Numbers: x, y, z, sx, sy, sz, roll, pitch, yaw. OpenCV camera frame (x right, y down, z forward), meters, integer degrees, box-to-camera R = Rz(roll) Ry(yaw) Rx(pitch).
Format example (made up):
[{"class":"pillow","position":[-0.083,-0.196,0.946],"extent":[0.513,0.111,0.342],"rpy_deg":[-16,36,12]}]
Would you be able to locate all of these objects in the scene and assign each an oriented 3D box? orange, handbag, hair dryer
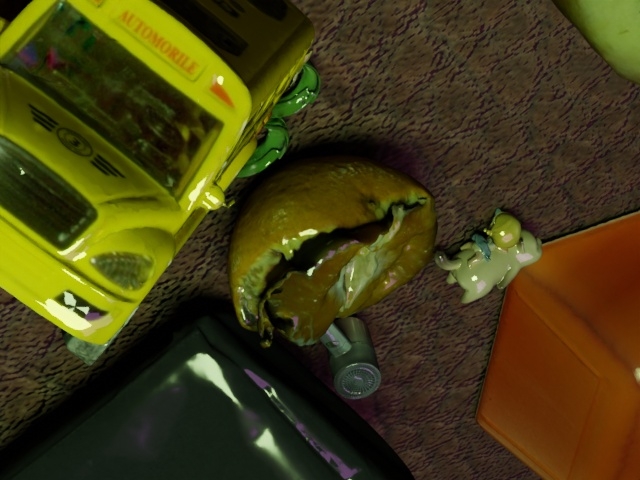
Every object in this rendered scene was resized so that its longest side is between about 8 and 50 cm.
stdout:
[{"class":"orange","position":[0.000,0.000,1.345],"extent":[0.160,0.112,0.170],"rpy_deg":[-39,171,-8]},{"class":"handbag","position":[-0.112,0.194,1.480],"extent":[0.302,0.178,0.275],"rpy_deg":[-39,103,14]},{"class":"hair dryer","position":[0.004,0.065,1.495],"extent":[0.037,0.063,0.114],"rpy_deg":[-31,125,13]}]

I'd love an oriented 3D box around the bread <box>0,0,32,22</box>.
[{"class":"bread","position":[-0.249,-0.142,0.975],"extent":[0.235,0.099,0.210],"rpy_deg":[0,138,-47]}]

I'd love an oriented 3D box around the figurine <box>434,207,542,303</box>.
[{"class":"figurine","position":[0.131,0.009,1.525],"extent":[0.083,0.047,0.050],"rpy_deg":[-33,137,-6]}]

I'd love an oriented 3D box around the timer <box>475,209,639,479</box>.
[{"class":"timer","position":[0.288,0.082,1.694],"extent":[0.250,0.161,0.257],"rpy_deg":[-32,150,-28]}]

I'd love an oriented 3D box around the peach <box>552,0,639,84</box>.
[{"class":"peach","position":[0.247,-0.194,1.227],"extent":[0.235,0.214,0.214],"rpy_deg":[-14,147,-55]}]

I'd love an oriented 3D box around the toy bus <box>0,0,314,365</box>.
[{"class":"toy bus","position":[-0.100,-0.067,1.002],"extent":[0.152,0.144,0.330],"rpy_deg":[-51,-176,17]}]

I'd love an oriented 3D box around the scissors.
[{"class":"scissors","position":[-0.094,-0.080,1.238],"extent":[0.204,0.027,0.101],"rpy_deg":[-3,134,-40]}]
